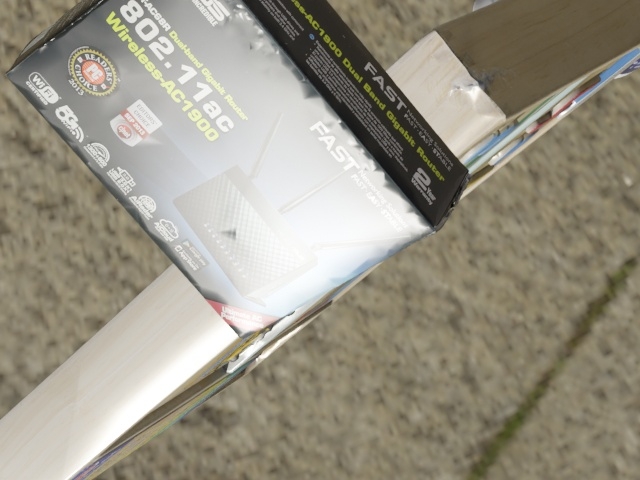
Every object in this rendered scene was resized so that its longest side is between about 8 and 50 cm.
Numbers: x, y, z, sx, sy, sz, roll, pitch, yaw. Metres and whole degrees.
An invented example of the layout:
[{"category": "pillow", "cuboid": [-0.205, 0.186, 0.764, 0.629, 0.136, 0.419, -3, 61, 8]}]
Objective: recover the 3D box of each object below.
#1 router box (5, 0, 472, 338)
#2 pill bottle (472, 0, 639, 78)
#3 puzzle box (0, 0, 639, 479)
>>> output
[{"category": "router box", "cuboid": [-0.026, -0.037, 0.574, 0.092, 0.038, 0.122, -31, 107, 37]}, {"category": "pill bottle", "cuboid": [0.265, -0.232, 1.558, 0.153, 0.153, 0.264, 26, 137, -31]}, {"category": "puzzle box", "cuboid": [0.000, 0.000, 0.971, 0.409, 0.272, 0.052, -40, 84, 35]}]
